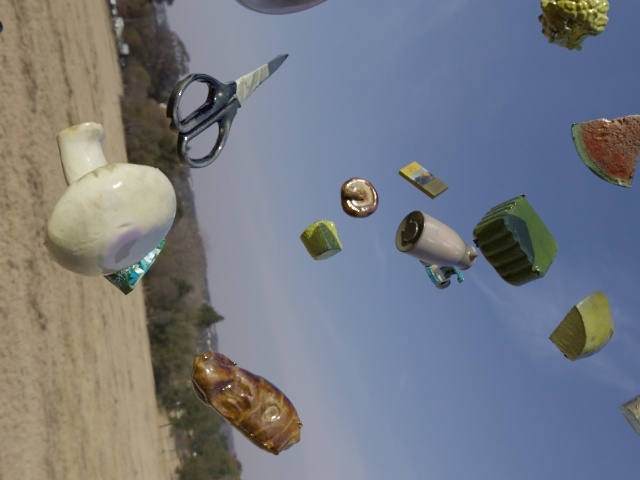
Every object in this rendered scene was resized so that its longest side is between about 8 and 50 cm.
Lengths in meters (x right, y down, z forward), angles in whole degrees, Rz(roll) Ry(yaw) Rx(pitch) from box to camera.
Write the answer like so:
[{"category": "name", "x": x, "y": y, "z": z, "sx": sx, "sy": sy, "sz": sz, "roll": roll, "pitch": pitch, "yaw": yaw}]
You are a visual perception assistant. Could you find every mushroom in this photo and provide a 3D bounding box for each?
[{"category": "mushroom", "x": 0.113, "y": -0.123, "z": 1.553, "sx": 0.087, "sy": 0.127, "sz": 0.127, "roll": 131, "pitch": -53, "yaw": -68}, {"category": "mushroom", "x": -0.474, "y": -0.083, "z": 1.250, "sx": 0.315, "sy": 0.315, "sz": 0.356, "roll": 169, "pitch": -64, "yaw": -73}]

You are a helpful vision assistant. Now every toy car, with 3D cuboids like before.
[{"category": "toy car", "x": 0.358, "y": 0.051, "z": 1.546, "sx": 0.126, "sy": 0.098, "sz": 0.161, "roll": 56, "pitch": 36, "yaw": -28}]

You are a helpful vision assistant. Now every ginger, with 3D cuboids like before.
[{"category": "ginger", "x": -0.236, "y": 0.487, "z": 1.646, "sx": 0.418, "sy": 0.176, "sz": 0.254, "roll": 40, "pitch": -15, "yaw": -16}]

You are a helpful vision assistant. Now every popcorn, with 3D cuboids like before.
[{"category": "popcorn", "x": 0.657, "y": -0.577, "z": 1.397, "sx": 0.173, "sy": 0.174, "sz": 0.142, "roll": 102, "pitch": -5, "yaw": -52}]

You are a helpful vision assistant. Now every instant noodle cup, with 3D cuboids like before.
[{"category": "instant noodle cup", "x": -0.648, "y": 0.040, "z": 1.760, "sx": 0.240, "sy": 0.178, "sz": 0.240, "roll": -45, "pitch": -160, "yaw": 21}]

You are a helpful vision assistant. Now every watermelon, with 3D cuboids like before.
[{"category": "watermelon", "x": 0.773, "y": -0.239, "z": 1.433, "sx": 0.202, "sy": 0.136, "sz": 0.207, "roll": 95, "pitch": -24, "yaw": -57}]

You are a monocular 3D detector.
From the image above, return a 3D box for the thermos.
[{"category": "thermos", "x": 0.277, "y": 0.014, "z": 1.290, "sx": 0.137, "sy": 0.193, "sz": 0.105, "roll": -20, "pitch": -128, "yaw": 58}]

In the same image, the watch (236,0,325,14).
[{"category": "watch", "x": -0.015, "y": -0.400, "z": 0.730, "sx": 0.231, "sy": 0.244, "sz": 0.196, "roll": -28, "pitch": -106, "yaw": 35}]

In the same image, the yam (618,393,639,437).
[{"category": "yam", "x": 0.740, "y": 0.313, "z": 1.085, "sx": 0.093, "sy": 0.259, "sz": 0.093, "roll": 61, "pitch": -3, "yaw": 6}]

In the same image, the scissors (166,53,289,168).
[{"category": "scissors", "x": -0.106, "y": -0.197, "z": 0.701, "sx": 0.300, "sy": 0.022, "sz": 0.109, "roll": -59, "pitch": 151, "yaw": -48}]

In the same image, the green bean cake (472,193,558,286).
[{"category": "green bean cake", "x": 0.656, "y": 0.003, "z": 1.802, "sx": 0.156, "sy": 0.247, "sz": 0.250, "roll": -31, "pitch": -84, "yaw": 45}]

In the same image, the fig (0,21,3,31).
[{"category": "fig", "x": -0.573, "y": -0.218, "z": 0.735, "sx": 0.186, "sy": 0.249, "sz": 0.203, "roll": -49, "pitch": -117, "yaw": 32}]

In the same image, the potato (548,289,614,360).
[{"category": "potato", "x": 0.523, "y": 0.149, "z": 1.005, "sx": 0.081, "sy": 0.149, "sz": 0.120, "roll": 50, "pitch": -26, "yaw": 27}]

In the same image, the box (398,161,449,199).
[{"category": "box", "x": 0.349, "y": -0.205, "z": 1.815, "sx": 0.155, "sy": 0.087, "sz": 0.023, "roll": 41, "pitch": -35, "yaw": 23}]

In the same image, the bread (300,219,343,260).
[{"category": "bread", "x": 0.000, "y": 0.000, "z": 1.726, "sx": 0.111, "sy": 0.129, "sz": 0.114, "roll": -36, "pitch": -107, "yaw": 28}]
